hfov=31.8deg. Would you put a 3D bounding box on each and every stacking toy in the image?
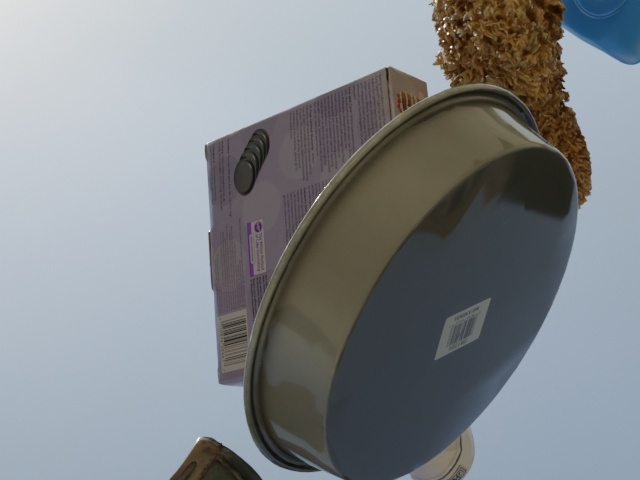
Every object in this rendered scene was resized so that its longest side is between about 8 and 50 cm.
[{"bbox_3d":[0.454,-0.327,1.436,0.302,0.166,0.175,-6,-144,-38],"label":"stacking toy"}]

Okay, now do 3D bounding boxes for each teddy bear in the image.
[{"bbox_3d":[0.141,-0.177,0.978,0.113,0.338,0.245,-17,-151,-9],"label":"teddy bear"}]

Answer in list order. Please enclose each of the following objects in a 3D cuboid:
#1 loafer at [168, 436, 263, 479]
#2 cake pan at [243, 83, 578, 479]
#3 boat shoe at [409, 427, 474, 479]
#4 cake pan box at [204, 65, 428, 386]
[{"bbox_3d":[-0.138,0.231,0.683,0.267,0.096,0.084,-40,-94,-12],"label":"loafer"},{"bbox_3d":[0.074,0.042,0.742,0.293,0.293,0.054,-31,-131,-34],"label":"cake pan"},{"bbox_3d":[0.081,0.133,1.151,0.088,0.096,0.267,42,-154,-34],"label":"boat shoe"},{"bbox_3d":[0.000,0.000,1.051,0.070,0.246,0.267,12,-114,-45],"label":"cake pan box"}]
